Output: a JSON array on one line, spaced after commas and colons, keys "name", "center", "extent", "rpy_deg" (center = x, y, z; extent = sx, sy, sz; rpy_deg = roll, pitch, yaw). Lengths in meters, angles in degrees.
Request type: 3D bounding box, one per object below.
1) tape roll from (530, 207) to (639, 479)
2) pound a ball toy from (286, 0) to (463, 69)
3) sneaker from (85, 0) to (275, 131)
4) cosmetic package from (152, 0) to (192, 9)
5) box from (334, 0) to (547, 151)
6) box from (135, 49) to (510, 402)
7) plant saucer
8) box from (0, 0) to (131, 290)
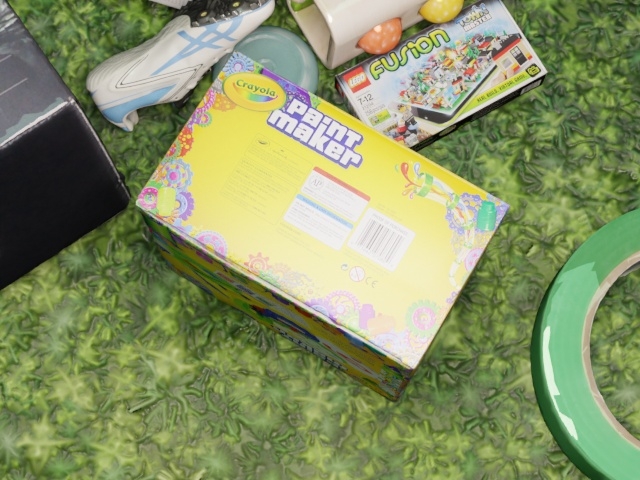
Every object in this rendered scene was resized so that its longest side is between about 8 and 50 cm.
[{"name": "tape roll", "center": [0.382, 0.121, 1.384], "extent": [0.321, 0.077, 0.321], "rpy_deg": [0, 76, 0]}, {"name": "pound a ball toy", "center": [0.090, -0.294, 1.409], "extent": [0.319, 0.208, 0.135], "rpy_deg": [-30, 81, -10]}, {"name": "sneaker", "center": [-0.140, -0.197, 1.420], "extent": [0.237, 0.085, 0.086], "rpy_deg": [-27, 120, 23]}, {"name": "cosmetic package", "center": [-0.162, -0.326, 1.462], "extent": [0.231, 0.085, 0.117], "rpy_deg": [16, 66, -6]}, {"name": "box", "center": [0.132, -0.177, 1.474], "extent": [0.207, 0.036, 0.114], "rpy_deg": [-29, 78, -7]}, {"name": "box", "center": [0.000, 0.000, 1.305], "extent": [0.290, 0.279, 0.177], "rpy_deg": [30, 78, 6]}, {"name": "plant saucer", "center": [-0.061, -0.187, 1.482], "extent": [0.119, 0.021, 0.119], "rpy_deg": [0, 76, 0]}, {"name": "box", "center": [-0.528, -0.130, 1.313], "extent": [0.480, 0.297, 0.471], "rpy_deg": [-34, 73, -8]}]
